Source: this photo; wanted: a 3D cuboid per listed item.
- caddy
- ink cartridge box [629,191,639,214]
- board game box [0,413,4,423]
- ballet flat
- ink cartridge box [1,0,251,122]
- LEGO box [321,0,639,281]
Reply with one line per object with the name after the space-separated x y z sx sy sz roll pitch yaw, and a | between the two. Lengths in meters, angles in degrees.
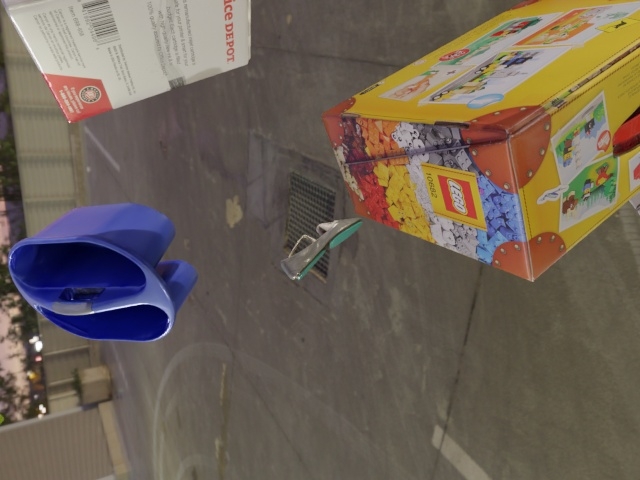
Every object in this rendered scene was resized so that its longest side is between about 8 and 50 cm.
-0.400 0.073 0.889 0.342 0.179 0.241 -3 124 22 | caddy
0.610 -0.066 0.841 0.099 0.056 0.135 -40 51 33 | ink cartridge box
-0.295 0.106 0.324 0.181 0.043 0.092 -15 117 38 | board game box
0.000 0.000 1.073 0.068 0.213 0.072 46 163 11 | ballet flat
-0.236 -0.293 0.625 0.114 0.273 0.197 60 162 17 | ink cartridge box
0.315 -0.204 0.737 0.372 0.500 0.193 28 147 55 | LEGO box
